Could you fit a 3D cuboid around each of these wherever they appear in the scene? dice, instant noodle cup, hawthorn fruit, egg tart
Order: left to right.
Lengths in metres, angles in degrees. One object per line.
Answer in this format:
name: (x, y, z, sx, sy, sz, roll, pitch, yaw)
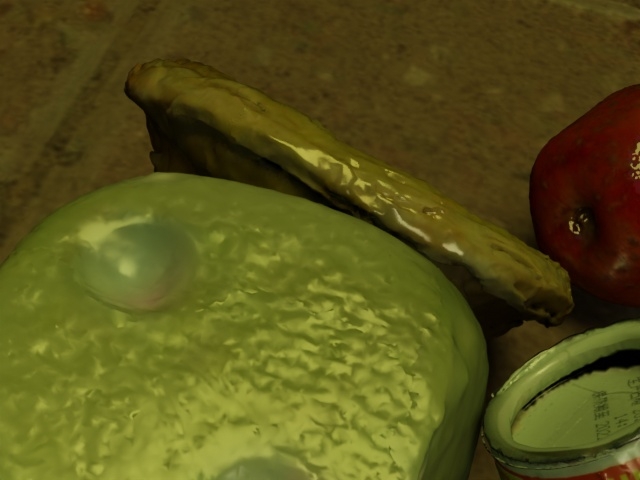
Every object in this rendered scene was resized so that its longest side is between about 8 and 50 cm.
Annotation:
dice: (-0.058, 0.132, 0.729, 0.254, 0.252, 0.250, 14, 55, 11)
egg tart: (0.000, 0.000, 0.935, 0.345, 0.132, 0.345, 29, 2, -1)
hawthorn fruit: (0.250, -0.032, 1.060, 0.189, 0.189, 0.189, 6, 44, -6)
instant noodle cup: (0.185, 0.163, 0.747, 0.193, 0.212, 0.193, -25, 19, 9)
